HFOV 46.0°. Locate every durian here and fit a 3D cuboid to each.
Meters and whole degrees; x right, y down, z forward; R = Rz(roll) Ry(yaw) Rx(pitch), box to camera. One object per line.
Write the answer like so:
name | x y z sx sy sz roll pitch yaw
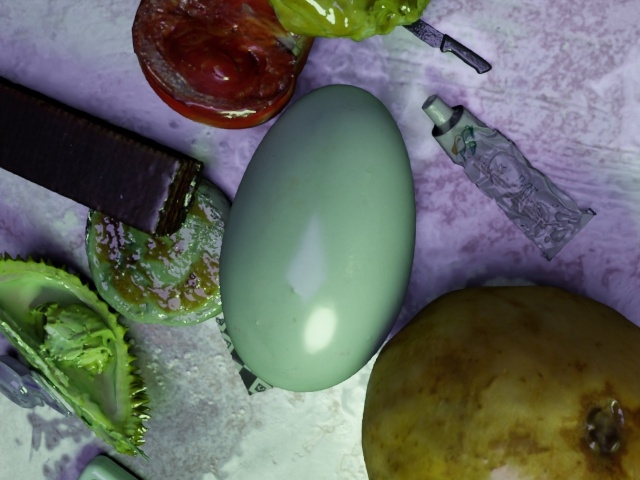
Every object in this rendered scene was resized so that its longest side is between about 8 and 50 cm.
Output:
durian | -0.360 0.159 1.034 0.157 0.169 0.356 -38 97 13

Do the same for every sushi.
sushi | -0.076 0.153 1.058 0.120 0.026 0.126 -19 100 15

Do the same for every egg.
egg | 0.000 0.000 0.901 0.229 0.230 0.371 13 98 6

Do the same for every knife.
knife | 0.136 -0.253 0.928 0.170 0.010 0.023 34 101 2

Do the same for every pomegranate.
pomegranate | 0.218 0.238 0.877 0.409 0.410 0.411 2 104 9

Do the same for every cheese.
cheese | -0.425 0.208 1.082 0.190 0.042 0.105 5 135 45

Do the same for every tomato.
tomato | -0.114 -0.233 0.910 0.200 0.139 0.233 23 71 0

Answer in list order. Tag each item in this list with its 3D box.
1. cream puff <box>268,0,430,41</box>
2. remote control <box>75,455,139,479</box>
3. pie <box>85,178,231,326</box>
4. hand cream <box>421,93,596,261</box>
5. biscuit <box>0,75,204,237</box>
cream puff | 0.026 -0.340 0.793 0.282 0.282 0.185 47 130 -4
remote control | -0.261 0.463 1.153 0.296 0.056 0.140 37 109 0
pie | -0.216 0.011 1.033 0.240 0.054 0.241 2 102 9
hand cream | 0.222 -0.086 0.937 0.257 0.050 0.084 40 109 -8
biscuit | -0.340 -0.122 0.980 0.388 0.073 0.107 23 97 10
